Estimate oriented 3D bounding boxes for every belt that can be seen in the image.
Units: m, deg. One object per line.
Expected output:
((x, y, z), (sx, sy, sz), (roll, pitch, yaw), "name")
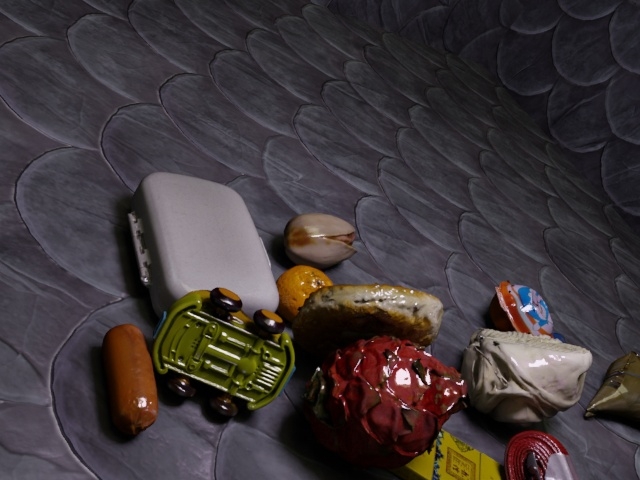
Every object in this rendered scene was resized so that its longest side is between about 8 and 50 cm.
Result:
((0.443, 0.480, 1.447), (0.124, 0.128, 0.201), (32, 39, -58), "belt")

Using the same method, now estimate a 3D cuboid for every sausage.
((-0.307, 0.222, 1.174), (0.076, 0.076, 0.197), (11, 38, -34), "sausage")

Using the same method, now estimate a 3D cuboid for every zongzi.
((0.846, 0.460, 1.919), (0.260, 0.123, 0.289), (45, 42, 10), "zongzi")

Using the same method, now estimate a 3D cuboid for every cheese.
((0.562, 0.222, 1.949), (0.329, 0.129, 0.217), (37, 32, -34), "cheese")

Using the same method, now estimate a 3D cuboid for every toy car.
((-0.169, 0.182, 1.270), (0.248, 0.200, 0.142), (30, 8, -16), "toy car")

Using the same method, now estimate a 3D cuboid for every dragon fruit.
((0.115, 0.291, 1.301), (0.298, 0.244, 0.244), (-6, 36, 5), "dragon fruit")

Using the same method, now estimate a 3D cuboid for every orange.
((-0.031, 0.113, 1.541), (0.135, 0.117, 0.135), (31, 29, -19), "orange")

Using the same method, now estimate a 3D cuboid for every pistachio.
((0.000, 0.000, 1.703), (0.215, 0.144, 0.144), (-3, 48, -42), "pistachio")

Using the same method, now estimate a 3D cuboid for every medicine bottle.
((-0.237, 0.019, 1.465), (0.282, 0.123, 0.375), (12, 38, -36), "medicine bottle")

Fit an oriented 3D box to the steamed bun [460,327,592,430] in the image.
((0.458, 0.320, 1.637), (0.280, 0.207, 0.268), (5, 4, -6), "steamed bun")

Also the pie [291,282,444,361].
((0.083, 0.166, 1.405), (0.315, 0.315, 0.092), (17, 57, -28), "pie")

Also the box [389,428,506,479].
((0.249, 0.449, 1.434), (0.279, 0.041, 0.153), (32, 30, -5), "box")

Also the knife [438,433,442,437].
((0.195, 0.339, 1.496), (0.030, 0.014, 0.207), (22, 15, -35), "knife")
